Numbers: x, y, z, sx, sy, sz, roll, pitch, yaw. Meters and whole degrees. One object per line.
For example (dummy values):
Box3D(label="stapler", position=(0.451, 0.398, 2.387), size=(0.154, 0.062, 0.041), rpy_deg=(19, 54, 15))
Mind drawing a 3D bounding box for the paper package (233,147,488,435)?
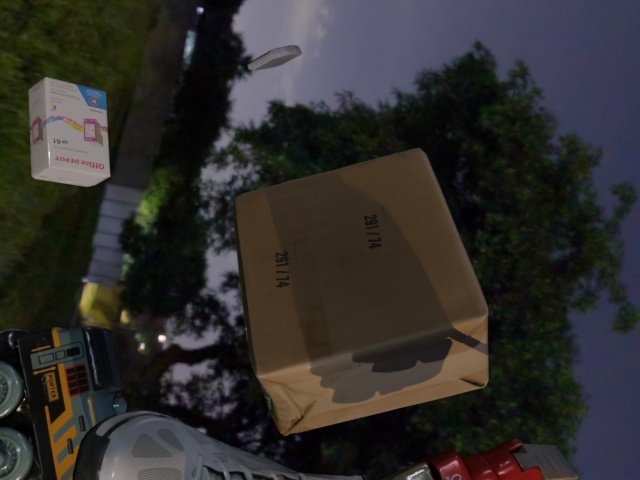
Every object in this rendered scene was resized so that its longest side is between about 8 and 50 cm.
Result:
Box3D(label="paper package", position=(0.046, 0.062, 1.031), size=(0.168, 0.310, 0.324), rpy_deg=(75, 0, -49))

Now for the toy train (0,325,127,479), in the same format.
Box3D(label="toy train", position=(-0.341, 0.266, 0.975), size=(0.142, 0.190, 0.334), rpy_deg=(83, -8, -76))

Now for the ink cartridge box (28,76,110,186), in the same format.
Box3D(label="ink cartridge box", position=(-0.326, -0.139, 0.969), size=(0.052, 0.088, 0.122), rpy_deg=(-15, -104, 42))

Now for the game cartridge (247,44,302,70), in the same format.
Box3D(label="game cartridge", position=(-0.065, -0.272, 1.107), size=(0.083, 0.056, 0.017), rpy_deg=(-31, 103, -57))

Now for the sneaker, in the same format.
Box3D(label="sneaker", position=(-0.079, 0.305, 0.919), size=(0.447, 0.258, 0.169), rpy_deg=(44, 44, -57))

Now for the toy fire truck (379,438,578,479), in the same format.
Box3D(label="toy fire truck", position=(0.187, 0.288, 0.706), size=(0.217, 0.246, 0.158), rpy_deg=(64, -19, 15))
